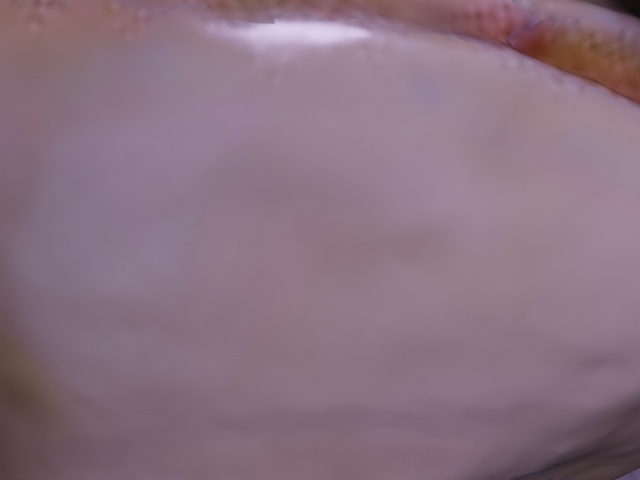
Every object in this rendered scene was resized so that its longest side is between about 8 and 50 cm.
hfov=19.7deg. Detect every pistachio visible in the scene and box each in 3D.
[{"bbox_3d":[0.000,0.000,0.765,0.446,0.281,0.365,18,150,-37],"label":"pistachio"}]
